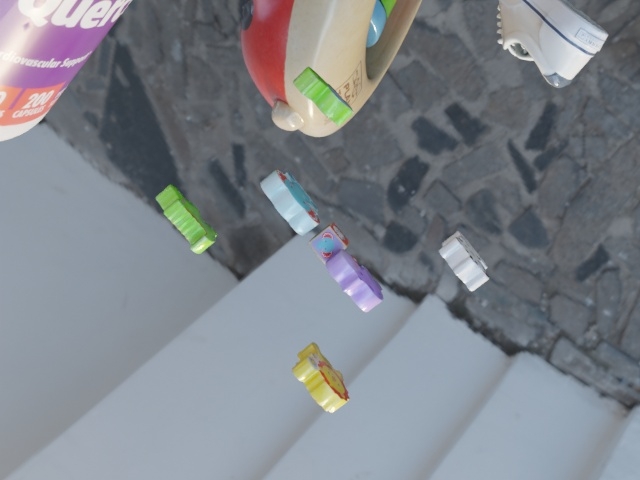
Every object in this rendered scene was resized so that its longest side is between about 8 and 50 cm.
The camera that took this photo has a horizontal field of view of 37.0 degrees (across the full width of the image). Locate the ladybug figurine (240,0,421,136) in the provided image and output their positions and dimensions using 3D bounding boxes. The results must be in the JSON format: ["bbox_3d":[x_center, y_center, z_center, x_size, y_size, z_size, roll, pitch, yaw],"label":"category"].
[{"bbox_3d":[0.029,-0.330,1.187,0.162,0.449,0.305,21,156,13],"label":"ladybug figurine"}]

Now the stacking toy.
[{"bbox_3d":[0.000,0.000,0.736,0.167,0.052,0.221,-40,92,14],"label":"stacking toy"}]

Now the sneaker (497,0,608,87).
[{"bbox_3d":[0.251,-0.277,1.180,0.094,0.258,0.091,23,116,-28],"label":"sneaker"}]

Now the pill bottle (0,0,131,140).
[{"bbox_3d":[-0.174,-0.220,0.576,0.181,0.181,0.323,48,120,1],"label":"pill bottle"}]
